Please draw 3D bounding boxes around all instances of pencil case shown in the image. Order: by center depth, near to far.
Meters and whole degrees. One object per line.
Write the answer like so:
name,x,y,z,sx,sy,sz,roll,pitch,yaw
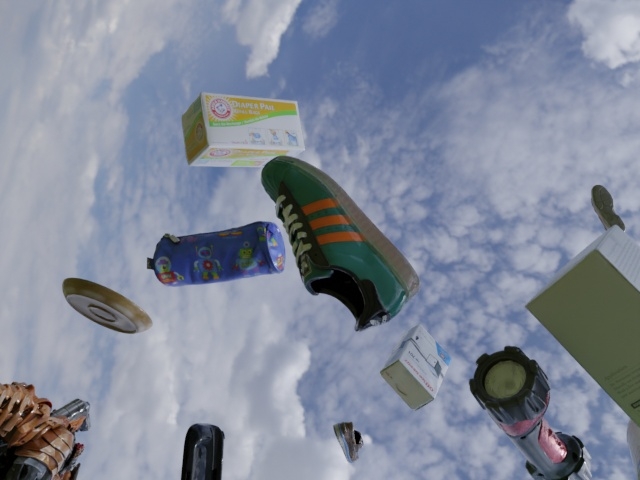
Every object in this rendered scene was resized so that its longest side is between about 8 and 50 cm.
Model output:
pencil case,-0.236,0.029,1.202,0.306,0.133,0.119,-7,-153,9

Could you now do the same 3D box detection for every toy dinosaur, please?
toy dinosaur,-0.335,0.224,0.526,0.164,0.218,0.322,20,-49,29

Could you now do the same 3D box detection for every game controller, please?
game controller,-0.281,0.594,1.211,0.067,0.166,0.319,-8,-112,20

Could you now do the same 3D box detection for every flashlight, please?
flashlight,0.332,0.280,0.786,0.103,0.304,0.103,-7,-134,45

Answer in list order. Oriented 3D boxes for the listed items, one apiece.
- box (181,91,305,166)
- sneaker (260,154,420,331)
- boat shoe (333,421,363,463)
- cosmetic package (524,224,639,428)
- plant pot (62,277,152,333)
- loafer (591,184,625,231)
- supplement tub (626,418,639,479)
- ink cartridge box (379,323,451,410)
box,-0.149,-0.207,1.002,0.114,0.203,0.103,-21,-104,56
sneaker,0.000,0.000,0.754,0.302,0.121,0.108,44,-27,15
boat shoe,0.094,0.601,1.545,0.066,0.183,0.066,-20,-140,1
cosmetic package,0.458,0.114,0.776,0.225,0.224,0.138,51,-56,16
plant pot,-0.528,0.170,1.274,0.236,0.236,0.032,-15,-138,45
loafer,0.641,-0.064,1.175,0.045,0.039,0.125,-13,-112,-4
supplement tub,0.523,0.309,0.738,0.144,0.199,0.144,4,-81,25
ink cartridge box,0.261,0.338,1.406,0.139,0.190,0.082,47,-56,2
